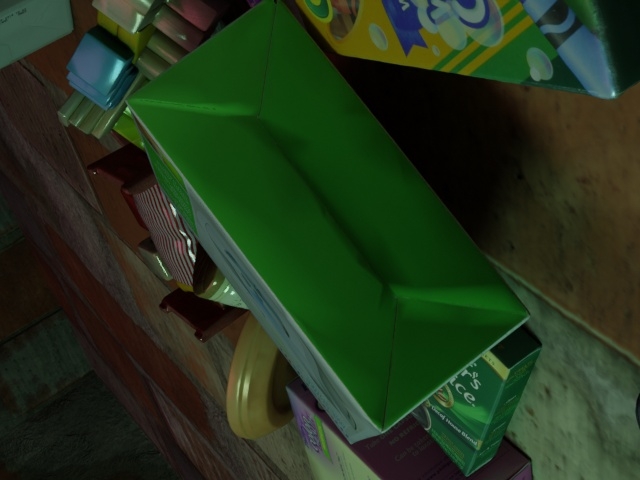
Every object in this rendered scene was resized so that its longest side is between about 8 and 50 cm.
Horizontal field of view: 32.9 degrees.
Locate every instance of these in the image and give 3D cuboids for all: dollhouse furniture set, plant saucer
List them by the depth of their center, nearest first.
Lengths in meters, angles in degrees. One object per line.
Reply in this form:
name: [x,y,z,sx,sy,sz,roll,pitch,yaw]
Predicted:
plant saucer: [-0.035,0.116,1.134,0.037,0.200,0.200,18,146,19]
dollhouse furniture set: [-0.188,-0.051,1.263,0.374,0.152,0.201,24,143,57]

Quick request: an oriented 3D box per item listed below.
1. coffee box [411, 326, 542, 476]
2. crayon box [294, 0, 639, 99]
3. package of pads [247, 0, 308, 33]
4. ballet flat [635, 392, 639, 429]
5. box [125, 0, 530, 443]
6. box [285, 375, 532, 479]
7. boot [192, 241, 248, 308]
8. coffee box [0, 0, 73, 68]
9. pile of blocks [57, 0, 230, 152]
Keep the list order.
coffee box: [0.119,0.112,0.929,0.113,0.040,0.184,48,151,27]
crayon box: [0.046,-0.199,0.583,0.323,0.083,0.203,25,143,57]
package of pads: [-0.033,-0.189,0.862,0.083,0.032,0.050,58,163,-4]
ballet flat: [0.266,0.149,0.629,0.203,0.074,0.074,48,159,29]
box: [0.000,0.000,0.765,0.262,0.127,0.231,52,170,7]
box: [0.097,0.249,1.112,0.243,0.117,0.213,37,153,41]
boot: [-0.029,-0.007,1.038,0.165,0.213,0.077,25,137,-22]
coffee box: [-0.480,-0.375,1.431,0.297,0.168,0.119,52,160,15]
pile of blocks: [-0.155,-0.145,0.999,0.113,0.149,0.362,36,171,-4]
